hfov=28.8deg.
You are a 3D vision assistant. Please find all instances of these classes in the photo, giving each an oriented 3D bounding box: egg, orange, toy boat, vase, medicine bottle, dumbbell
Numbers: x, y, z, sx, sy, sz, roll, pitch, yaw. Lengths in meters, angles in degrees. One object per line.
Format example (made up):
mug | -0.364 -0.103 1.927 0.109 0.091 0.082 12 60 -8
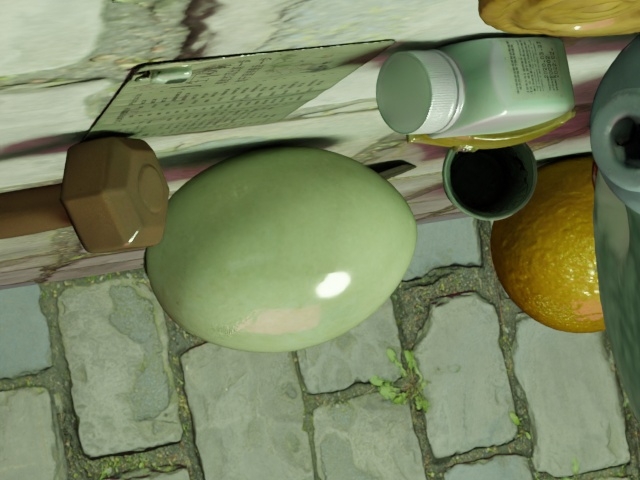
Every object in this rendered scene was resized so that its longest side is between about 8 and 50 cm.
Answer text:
egg | -0.034 0.008 1.131 0.253 0.186 0.186 -9 177 -8
orange | 0.383 0.004 1.826 0.274 0.274 0.274 -9 177 0
toy boat | 0.139 -0.097 1.012 0.149 0.047 0.049 -9 178 -22
vase | 0.176 -0.069 1.359 0.096 0.096 0.219 -10 180 3
medicine bottle | 0.095 -0.096 0.791 0.118 0.055 0.074 -9 178 -37
dumbbell | -0.225 -0.020 0.931 0.231 0.082 0.092 -9 180 21

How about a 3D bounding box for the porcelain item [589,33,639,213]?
porcelain item | 0.282 -0.090 0.853 0.259 0.141 0.141 -18 -176 -41

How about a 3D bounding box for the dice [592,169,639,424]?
dice | 0.452 0.038 1.129 0.328 0.348 0.330 -10 -164 -3

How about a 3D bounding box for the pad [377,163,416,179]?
pad | -0.009 -0.021 1.456 0.250 0.055 0.323 -20 -163 11

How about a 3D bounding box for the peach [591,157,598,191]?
peach | 0.363 -0.084 1.397 0.151 0.118 0.151 -47 -175 6

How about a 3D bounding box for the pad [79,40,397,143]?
pad | -0.066 -0.092 0.831 0.159 0.009 0.265 -9 178 -19

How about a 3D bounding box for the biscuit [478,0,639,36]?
biscuit | 0.183 -0.132 0.535 0.202 0.044 0.289 -8 179 -19
